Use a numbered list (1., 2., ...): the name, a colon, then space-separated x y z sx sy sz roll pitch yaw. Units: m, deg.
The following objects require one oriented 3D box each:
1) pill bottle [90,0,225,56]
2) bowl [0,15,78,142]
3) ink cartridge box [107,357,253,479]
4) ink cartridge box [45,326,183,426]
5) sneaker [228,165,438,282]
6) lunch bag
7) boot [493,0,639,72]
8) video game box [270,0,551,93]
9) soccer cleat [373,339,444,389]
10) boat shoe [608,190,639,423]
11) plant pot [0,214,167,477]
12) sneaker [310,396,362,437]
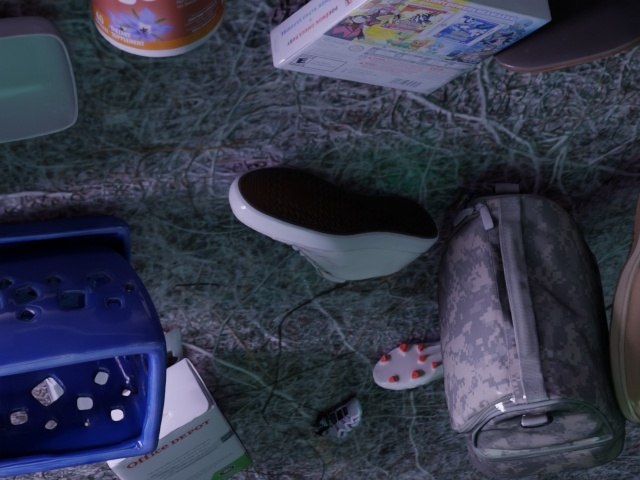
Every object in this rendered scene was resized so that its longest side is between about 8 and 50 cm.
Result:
1. pill bottle: -0.143 -0.268 1.137 0.121 0.121 0.216 -10 144 -9
2. bowl: -0.306 -0.156 1.282 0.142 0.053 0.142 -11 145 -9
3. ink cartridge box: -0.201 0.272 1.844 0.160 0.092 0.219 -30 148 -7
4. ink cartridge box: -0.268 0.175 1.782 0.179 0.045 0.145 -26 148 -19
5. sneaker: 0.000 0.000 1.576 0.290 0.106 0.123 13 133 -38
6. lunch bag: 0.252 0.112 1.660 0.213 0.305 0.256 -8 153 7
7. boot: 0.324 -0.233 1.401 0.305 0.112 0.115 -22 156 3
8. video game box: 0.086 -0.208 1.316 0.205 0.048 0.187 5 162 -37
9. soccer cleat: 0.171 0.168 1.917 0.196 0.068 0.076 -23 148 4
10. boat shoe: 0.427 0.054 1.626 0.110 0.341 0.122 4 163 32
11. plant pot: -0.305 0.109 1.509 0.236 0.212 0.236 -7 145 -14
12. sneaker: 0.019 0.266 2.010 0.069 0.038 0.098 -1 142 -22
